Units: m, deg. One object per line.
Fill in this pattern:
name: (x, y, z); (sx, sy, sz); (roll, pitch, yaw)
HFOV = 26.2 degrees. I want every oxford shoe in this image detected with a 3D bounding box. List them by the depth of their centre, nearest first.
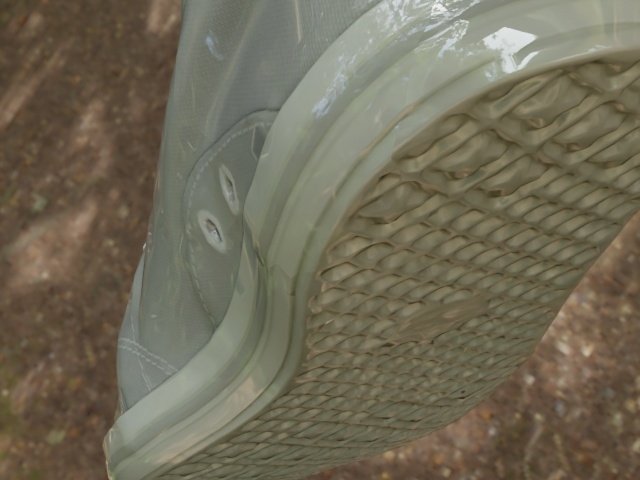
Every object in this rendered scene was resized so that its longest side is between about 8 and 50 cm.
oxford shoe: (0.000, 0.000, 0.516); (0.449, 0.169, 0.130); (115, 137, -61)
